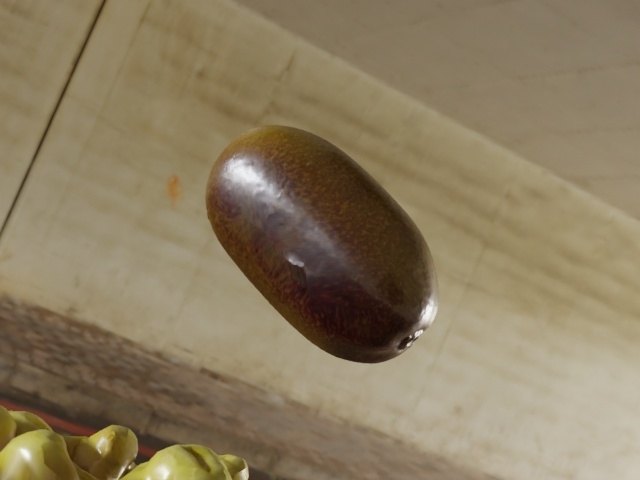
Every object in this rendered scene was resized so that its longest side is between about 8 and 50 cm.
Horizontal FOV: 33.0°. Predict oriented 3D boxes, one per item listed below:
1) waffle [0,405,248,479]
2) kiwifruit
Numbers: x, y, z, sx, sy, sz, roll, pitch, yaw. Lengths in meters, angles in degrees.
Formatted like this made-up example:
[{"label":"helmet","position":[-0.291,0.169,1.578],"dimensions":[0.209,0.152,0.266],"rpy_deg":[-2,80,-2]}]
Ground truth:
[{"label":"waffle","position":[-0.133,0.223,0.385],"dimensions":[0.261,0.324,0.151],"rpy_deg":[1,-3,-31]},{"label":"kiwifruit","position":[0.000,0.000,0.480],"dimensions":[0.124,0.075,0.075],"rpy_deg":[42,4,17]}]
